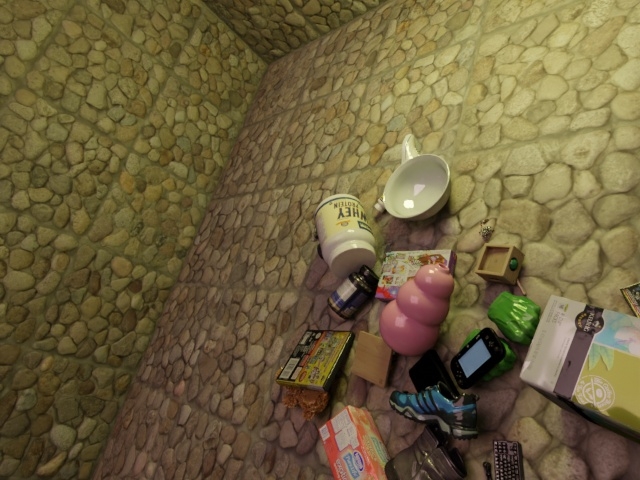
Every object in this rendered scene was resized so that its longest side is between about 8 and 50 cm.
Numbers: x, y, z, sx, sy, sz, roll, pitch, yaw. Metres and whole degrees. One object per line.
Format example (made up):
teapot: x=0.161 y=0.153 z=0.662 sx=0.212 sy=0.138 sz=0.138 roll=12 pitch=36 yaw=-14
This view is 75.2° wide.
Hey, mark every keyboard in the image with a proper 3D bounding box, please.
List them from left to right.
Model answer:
keyboard: x=0.497 y=0.644 z=1.133 sx=0.108 sy=0.023 sz=0.180 roll=-17 pitch=52 yaw=39

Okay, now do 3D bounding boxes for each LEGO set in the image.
LEGO set: x=0.593 y=-0.045 z=1.503 sx=0.054 sy=0.023 sz=0.083 roll=-36 pitch=43 yaw=23

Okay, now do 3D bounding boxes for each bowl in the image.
bowl: x=0.416 y=-0.192 z=1.701 sx=0.297 sy=0.134 sz=0.298 roll=-26 pitch=47 yaw=32

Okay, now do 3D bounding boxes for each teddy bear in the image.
teddy bear: x=-0.065 y=0.586 z=1.698 sx=0.337 sy=0.113 sz=0.245 roll=3 pitch=49 yaw=47

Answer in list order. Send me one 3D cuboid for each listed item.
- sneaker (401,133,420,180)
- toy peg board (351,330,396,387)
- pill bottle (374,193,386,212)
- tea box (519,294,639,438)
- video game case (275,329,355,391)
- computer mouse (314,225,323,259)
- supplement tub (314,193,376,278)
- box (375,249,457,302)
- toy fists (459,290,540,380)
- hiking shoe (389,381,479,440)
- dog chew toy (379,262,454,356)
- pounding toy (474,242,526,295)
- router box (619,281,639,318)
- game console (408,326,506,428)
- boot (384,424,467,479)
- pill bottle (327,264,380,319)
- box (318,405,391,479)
sneaker: x=0.417 y=-0.363 z=1.867 sx=0.091 sy=0.094 sz=0.259 roll=-3 pitch=69 yaw=31
toy peg board: x=0.213 y=0.437 z=1.541 sx=0.161 sy=0.079 sz=0.161 roll=9 pitch=87 yaw=49
pill bottle: x=0.300 y=-0.180 z=1.867 sx=0.116 sy=0.065 sz=0.065 roll=-46 pitch=40 yaw=13
tea box: x=0.686 y=0.314 z=0.920 sx=0.323 sy=0.328 sz=0.220 roll=14 pitch=75 yaw=50
video game case: x=-0.018 y=0.472 z=1.670 sx=0.248 sy=0.035 sz=0.275 roll=-8 pitch=32 yaw=38
computer mouse: x=0.000 y=0.000 z=2.073 sx=0.071 sy=0.041 sz=0.242 roll=-40 pitch=41 yaw=20
supplement tub: x=0.108 y=-0.020 z=1.821 sx=0.235 sy=0.235 sz=0.325 roll=-36 pitch=43 yaw=23
box: x=0.361 y=0.140 z=1.590 sx=0.293 sy=0.057 sz=0.201 roll=-3 pitch=62 yaw=44
toy fists: x=0.554 y=0.295 z=1.259 sx=0.279 sy=0.096 sz=0.142 roll=-54 pitch=29 yaw=5
hiking shoe: x=0.341 y=0.489 z=1.253 sx=0.303 sy=0.113 sz=0.132 roll=0 pitch=75 yaw=50
dog chew toy: x=0.335 y=0.224 z=1.395 sx=0.207 sy=0.206 sz=0.332 roll=53 pitch=126 yaw=50
pounding toy: x=0.603 y=0.092 z=1.360 sx=0.141 sy=0.100 sz=0.130 roll=5 pitch=67 yaw=59
router box: x=0.857 y=0.165 z=1.076 sx=0.092 sy=0.038 sz=0.123 roll=-30 pitch=46 yaw=28
game console: x=0.419 y=0.397 z=1.275 sx=0.362 sy=0.043 sz=0.213 roll=-59 pitch=37 yaw=31
boot: x=0.329 y=0.714 z=1.164 sx=0.223 sy=0.118 sz=0.338 roll=-50 pitch=42 yaw=17
pill bottle: x=0.140 y=0.211 z=1.718 sx=0.219 sy=0.122 sz=0.123 roll=-48 pitch=40 yaw=10
box: x=0.133 y=0.723 z=1.359 sx=0.154 sy=0.142 sz=0.300 roll=-45 pitch=41 yaw=14
